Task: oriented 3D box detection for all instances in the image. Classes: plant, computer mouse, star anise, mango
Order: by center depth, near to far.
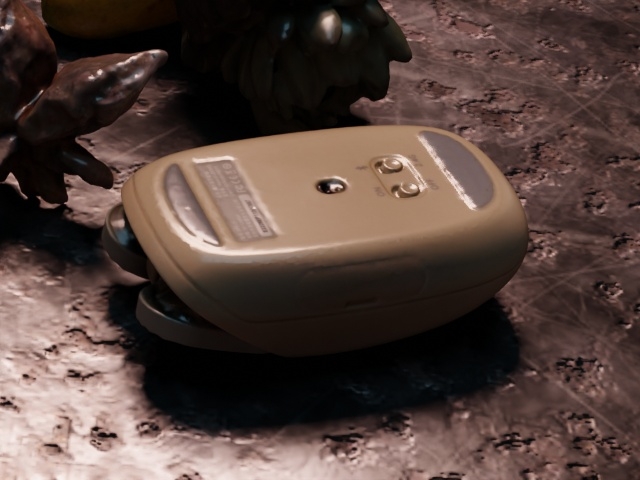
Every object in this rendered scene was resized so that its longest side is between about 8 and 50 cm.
[{"bbox_3d":[-0.222,-0.051,1.033,0.218,0.148,0.227,-24,9,29],"label":"star anise"},{"bbox_3d":[0.000,0.000,1.048,0.236,0.082,0.145,-11,41,-21],"label":"computer mouse"},{"bbox_3d":[-0.026,-0.167,1.183,0.129,0.132,0.194,-19,79,-23],"label":"plant"},{"bbox_3d":[-0.114,-0.195,1.282,0.115,0.089,0.165,7,35,34],"label":"mango"}]
